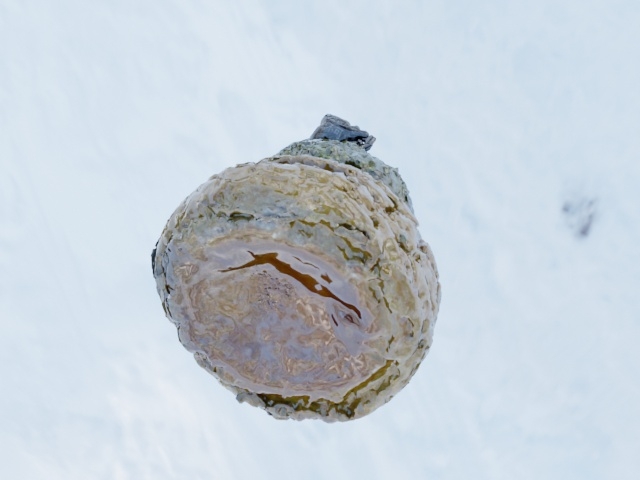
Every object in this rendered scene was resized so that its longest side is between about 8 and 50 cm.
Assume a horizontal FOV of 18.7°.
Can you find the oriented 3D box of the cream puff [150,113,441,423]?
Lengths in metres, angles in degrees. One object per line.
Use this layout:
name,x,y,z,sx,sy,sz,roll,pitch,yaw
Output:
cream puff,0.000,0.000,1.237,0.183,0.183,0.169,22,40,5
